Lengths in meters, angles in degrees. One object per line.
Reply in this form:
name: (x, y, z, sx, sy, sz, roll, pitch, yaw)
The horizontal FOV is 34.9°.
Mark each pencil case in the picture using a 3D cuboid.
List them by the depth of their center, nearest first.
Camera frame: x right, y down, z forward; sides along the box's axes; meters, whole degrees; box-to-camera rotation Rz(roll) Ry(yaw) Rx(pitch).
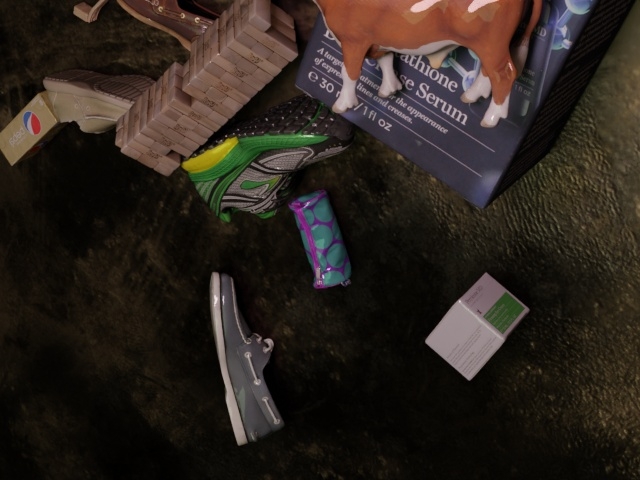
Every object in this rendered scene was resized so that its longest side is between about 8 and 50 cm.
pencil case: (0.000, 0.000, 1.571, 0.064, 0.070, 0.152, -6, 109, 37)

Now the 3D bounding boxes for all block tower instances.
block tower: (-0.169, -0.227, 1.498, 0.097, 0.091, 0.335, 28, 128, -32)

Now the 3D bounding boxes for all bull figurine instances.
bull figurine: (0.085, -0.233, 1.086, 0.310, 0.101, 0.189, 13, 124, 33)

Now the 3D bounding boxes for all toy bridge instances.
toy bridge: (-0.349, -0.430, 1.618, 0.063, 0.026, 0.188, 34, 129, 13)

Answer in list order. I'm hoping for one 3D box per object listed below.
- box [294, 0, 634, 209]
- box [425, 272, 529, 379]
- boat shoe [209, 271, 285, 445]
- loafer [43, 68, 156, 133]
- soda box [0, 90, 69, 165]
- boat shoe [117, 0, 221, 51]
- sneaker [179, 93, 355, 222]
box: (0.191, -0.293, 1.185, 0.293, 0.212, 0.396, 35, 129, 16)
box: (0.225, 0.122, 1.455, 0.087, 0.101, 0.102, 40, 129, 11)
boat shoe: (-0.130, 0.200, 1.776, 0.099, 0.116, 0.320, -11, 105, -7)
loafer: (-0.352, -0.224, 1.689, 0.268, 0.102, 0.092, 18, 125, 38)
soda box: (-0.514, -0.206, 1.834, 0.181, 0.058, 0.061, -30, 95, 41)
boat shoe: (-0.216, -0.350, 1.539, 0.207, 0.073, 0.073, 31, 129, 9)
sneaker: (-0.065, -0.120, 1.532, 0.343, 0.134, 0.146, -15, 112, 49)
